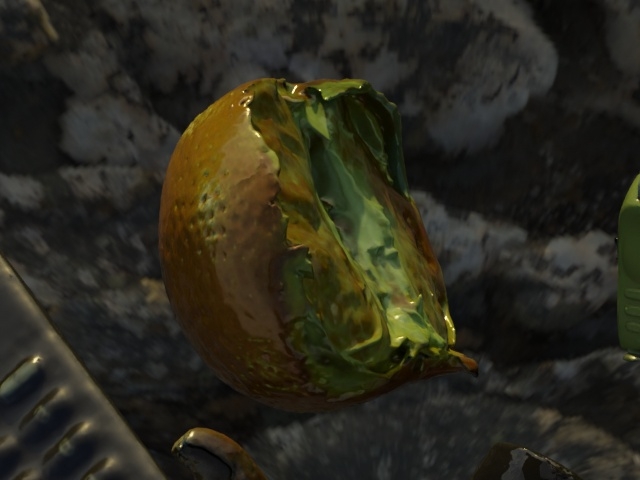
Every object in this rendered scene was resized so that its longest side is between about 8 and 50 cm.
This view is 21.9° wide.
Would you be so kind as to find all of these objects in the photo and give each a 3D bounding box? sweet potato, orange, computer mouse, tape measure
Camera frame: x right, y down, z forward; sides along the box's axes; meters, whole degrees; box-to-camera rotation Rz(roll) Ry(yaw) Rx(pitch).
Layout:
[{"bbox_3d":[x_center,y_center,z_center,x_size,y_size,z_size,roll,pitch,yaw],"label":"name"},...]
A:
[{"bbox_3d":[0.005,0.191,1.069,0.233,0.062,0.081,23,102,-8],"label":"sweet potato"},{"bbox_3d":[-0.009,0.002,1.298,0.196,0.335,0.262,-8,95,32],"label":"orange"},{"bbox_3d":[0.203,0.310,1.639,0.170,0.269,0.100,37,63,17],"label":"computer mouse"},{"bbox_3d":[0.323,0.005,1.462,0.154,0.087,0.177,-15,110,-39],"label":"tape measure"}]

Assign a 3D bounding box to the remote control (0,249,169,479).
[{"bbox_3d":[-0.083,0.043,0.392,0.063,0.025,0.245,-38,63,-5],"label":"remote control"}]
